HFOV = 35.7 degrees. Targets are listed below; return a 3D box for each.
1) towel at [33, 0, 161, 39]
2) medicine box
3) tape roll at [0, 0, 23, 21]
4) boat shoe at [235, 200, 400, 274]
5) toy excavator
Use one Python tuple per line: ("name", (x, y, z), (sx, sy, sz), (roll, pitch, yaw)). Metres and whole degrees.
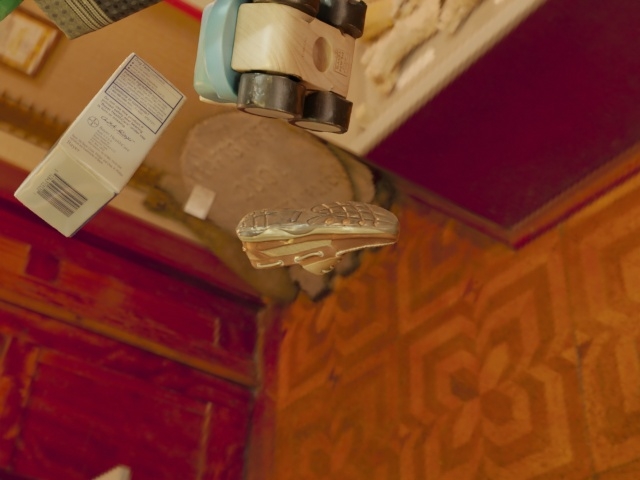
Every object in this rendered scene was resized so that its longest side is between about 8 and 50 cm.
("towel", (-0.315, -0.450, 1.363), (0.312, 0.324, 0.056), (-18, 47, 20))
("medicine box", (-0.443, -0.190, 2.007), (0.263, 0.149, 0.289), (-31, 24, 50))
("tape roll", (-0.582, -0.393, 1.598), (0.321, 0.077, 0.321), (-24, 34, 18))
("boat shoe", (0.000, 0.000, 1.905), (0.324, 0.117, 0.123), (-1, 25, 22))
("toy excavator", (-0.126, -0.316, 1.764), (0.445, 0.433, 0.223), (9, 90, 33))
